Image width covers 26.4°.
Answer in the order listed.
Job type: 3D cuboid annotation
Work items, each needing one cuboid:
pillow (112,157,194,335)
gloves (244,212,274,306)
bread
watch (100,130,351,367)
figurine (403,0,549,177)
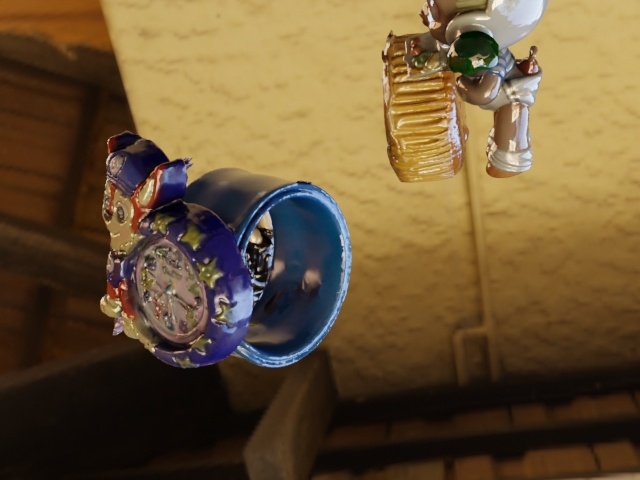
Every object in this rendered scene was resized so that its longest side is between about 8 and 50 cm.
[{"bbox_3d":[-0.175,0.004,1.397,0.043,0.185,0.118,26,-147,18],"label":"pillow"},{"bbox_3d":[-0.102,0.019,1.707,0.203,0.124,0.164,-37,-136,16],"label":"gloves"},{"bbox_3d":[0.137,-0.172,1.747,0.104,0.199,0.199,-3,-143,8],"label":"bread"},{"bbox_3d":[-0.077,0.014,1.207,0.171,0.196,0.200,26,-154,39],"label":"watch"},{"bbox_3d":[0.100,-0.135,0.882,0.093,0.197,0.147,0,-148,3],"label":"figurine"}]
